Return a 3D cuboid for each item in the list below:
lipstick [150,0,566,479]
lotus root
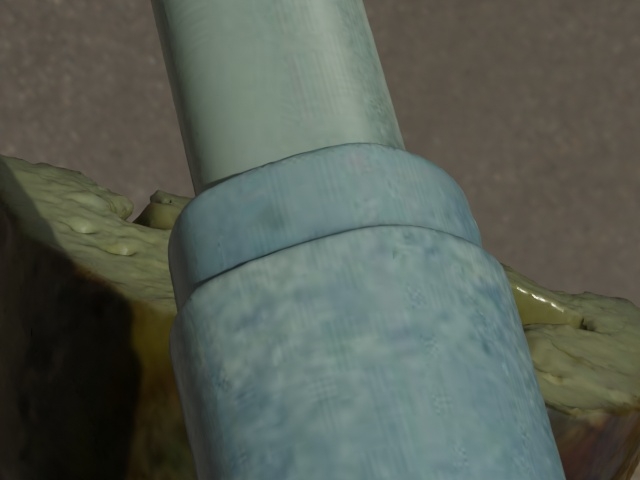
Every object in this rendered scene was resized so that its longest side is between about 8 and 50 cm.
[{"bbox_3d":[0.000,0.000,0.359,0.061,0.274,0.068,-20,153,11],"label":"lipstick"},{"bbox_3d":[-0.010,0.058,0.622,0.234,0.138,0.119,14,106,-3],"label":"lotus root"}]
